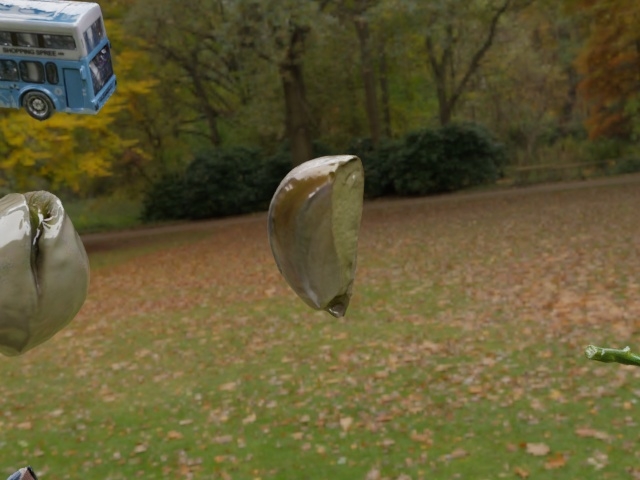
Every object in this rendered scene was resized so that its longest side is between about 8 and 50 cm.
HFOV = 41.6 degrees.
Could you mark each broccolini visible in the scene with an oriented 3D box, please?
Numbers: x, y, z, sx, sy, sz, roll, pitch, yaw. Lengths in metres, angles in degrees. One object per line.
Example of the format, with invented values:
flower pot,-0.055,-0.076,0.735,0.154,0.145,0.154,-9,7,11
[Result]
broccolini,0.544,0.192,1.421,0.216,0.058,0.067,14,21,-18

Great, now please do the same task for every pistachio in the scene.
pistachio,-0.411,0.041,1.137,0.207,0.226,0.331,9,-17,-27

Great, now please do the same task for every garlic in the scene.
garlic,-0.009,-0.011,0.945,0.101,0.196,0.087,22,26,38

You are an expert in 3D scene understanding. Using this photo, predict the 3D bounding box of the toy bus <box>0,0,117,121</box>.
toy bus,-0.412,-0.231,1.042,0.297,0.131,0.106,4,33,4

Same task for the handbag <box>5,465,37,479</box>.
handbag,-0.451,0.504,1.324,0.193,0.251,0.190,-55,1,-40
